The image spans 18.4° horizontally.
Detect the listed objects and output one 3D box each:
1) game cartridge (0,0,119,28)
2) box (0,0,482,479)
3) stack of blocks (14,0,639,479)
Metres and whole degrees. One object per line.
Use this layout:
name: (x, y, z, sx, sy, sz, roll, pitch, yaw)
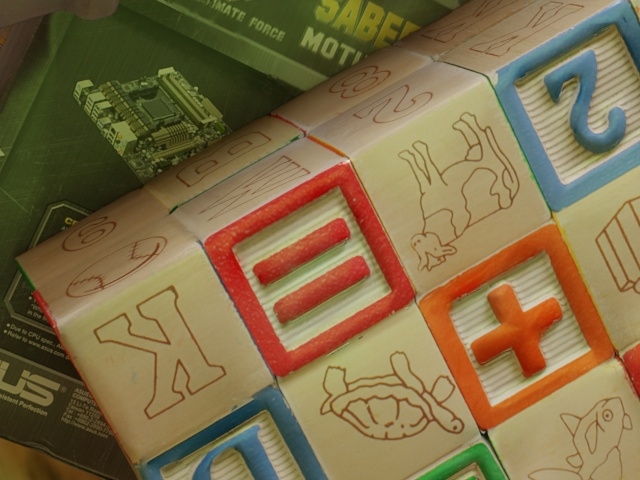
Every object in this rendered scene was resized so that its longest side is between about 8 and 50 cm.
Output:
game cartridge: (0.039, -0.185, 0.486, 0.355, 0.230, 0.068, -22, 57, -29)
box: (0.000, 0.000, 0.614, 0.231, 0.056, 0.183, 24, 94, -19)
stack of blocks: (0.087, 0.011, 0.563, 0.297, 0.087, 0.171, -31, 107, -8)
